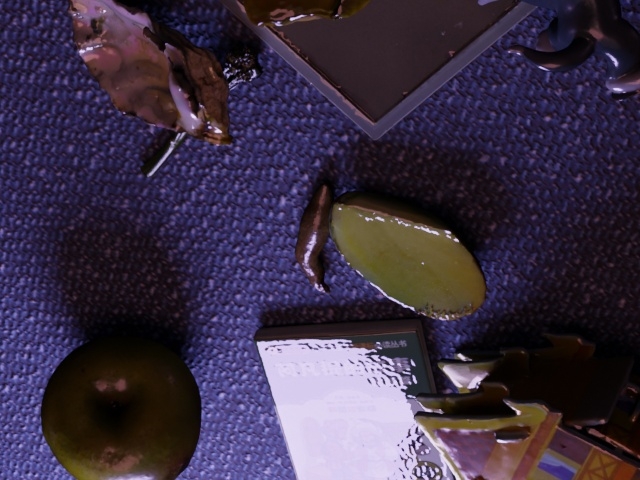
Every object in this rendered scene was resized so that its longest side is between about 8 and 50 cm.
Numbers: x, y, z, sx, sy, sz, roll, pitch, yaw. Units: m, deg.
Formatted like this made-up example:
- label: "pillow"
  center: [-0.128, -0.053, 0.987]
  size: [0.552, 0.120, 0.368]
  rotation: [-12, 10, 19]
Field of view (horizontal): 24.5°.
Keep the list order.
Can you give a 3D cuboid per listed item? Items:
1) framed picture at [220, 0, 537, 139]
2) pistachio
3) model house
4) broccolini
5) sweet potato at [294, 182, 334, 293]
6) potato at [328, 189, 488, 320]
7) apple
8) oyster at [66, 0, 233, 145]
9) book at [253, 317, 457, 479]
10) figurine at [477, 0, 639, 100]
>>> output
- label: "framed picture"
  center: [0.074, -0.256, 1.451]
  size: [0.231, 0.018, 0.293]
  rotation: [41, 124, -17]
- label: "pistachio"
  center: [0.006, -0.254, 1.426]
  size: [0.173, 0.049, 0.089]
  rotation: [-25, 91, 29]
- label: "model house"
  center: [0.253, 0.261, 1.700]
  size: [0.313, 0.242, 0.357]
  rotation: [28, 130, 12]
- label: "broccolini"
  center: [-0.135, -0.135, 1.572]
  size: [0.044, 0.042, 0.218]
  rotation: [39, 126, -15]
- label: "sweet potato"
  center: [-0.006, -0.001, 1.641]
  size: [0.041, 0.038, 0.153]
  rotation: [14, 130, 13]
- label: "potato"
  center: [0.097, 0.008, 1.616]
  size: [0.198, 0.054, 0.119]
  rotation: [26, 127, -3]
- label: "apple"
  center: [-0.233, 0.209, 1.755]
  size: [0.196, 0.196, 0.157]
  rotation: [14, 157, 3]
- label: "oyster"
  center: [-0.173, -0.188, 1.515]
  size: [0.209, 0.072, 0.132]
  rotation: [28, 132, 30]
- label: "book"
  center: [0.046, 0.208, 1.786]
  size: [0.202, 0.027, 0.264]
  rotation: [-4, 124, 16]
- label: "figurine"
  center: [0.195, -0.236, 1.345]
  size: [0.193, 0.140, 0.265]
  rotation: [-20, 96, 44]
